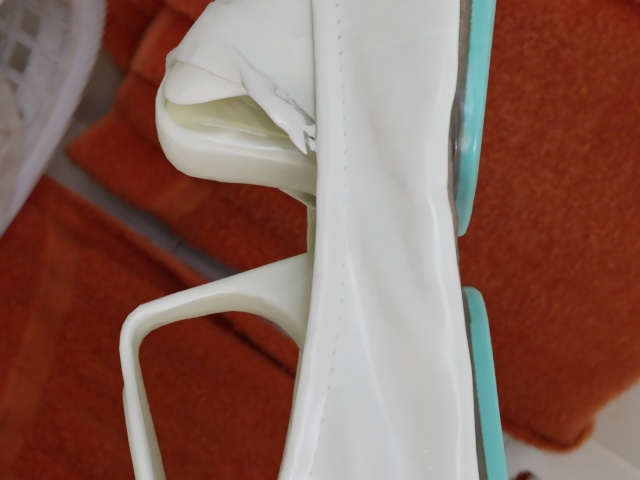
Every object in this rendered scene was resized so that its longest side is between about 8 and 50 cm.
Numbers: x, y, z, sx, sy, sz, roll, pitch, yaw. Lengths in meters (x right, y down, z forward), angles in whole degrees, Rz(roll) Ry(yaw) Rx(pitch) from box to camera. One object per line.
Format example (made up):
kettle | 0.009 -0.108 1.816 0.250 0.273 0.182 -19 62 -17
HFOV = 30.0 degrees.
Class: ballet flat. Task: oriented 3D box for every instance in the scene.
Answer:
ballet flat | 0.000 0.000 0.401 0.139 0.139 0.400 115 -22 -71
